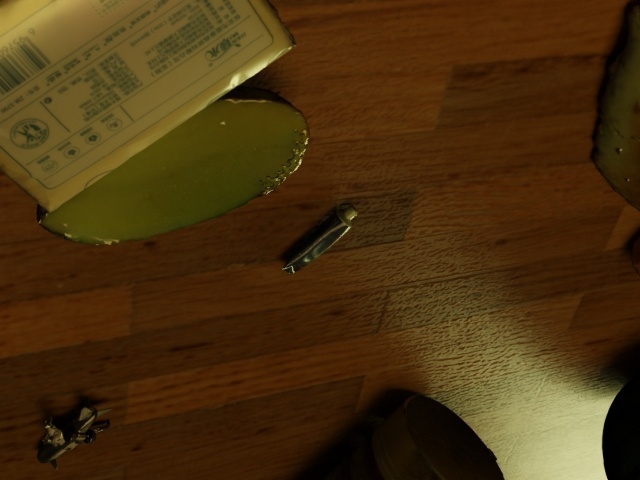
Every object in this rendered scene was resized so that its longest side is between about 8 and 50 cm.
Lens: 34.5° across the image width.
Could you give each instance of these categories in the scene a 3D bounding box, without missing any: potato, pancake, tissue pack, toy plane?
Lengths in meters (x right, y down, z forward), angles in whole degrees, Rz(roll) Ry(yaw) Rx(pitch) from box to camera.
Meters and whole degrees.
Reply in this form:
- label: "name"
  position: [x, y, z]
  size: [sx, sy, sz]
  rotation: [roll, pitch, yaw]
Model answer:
- label: "potato"
  position: [-0.107, -0.060, 0.738]
  size: [0.198, 0.054, 0.119]
  rotation: [-27, 143, 5]
- label: "pancake"
  position: [0.363, -0.099, 0.962]
  size: [0.197, 0.054, 0.376]
  rotation: [-43, 138, 14]
- label: "tissue pack"
  position: [-0.133, -0.128, 0.624]
  size: [0.196, 0.092, 0.148]
  rotation: [-32, 139, 5]
- label: "toy plane"
  position: [-0.225, 0.174, 0.924]
  size: [0.083, 0.031, 0.078]
  rotation: [-46, 149, 15]

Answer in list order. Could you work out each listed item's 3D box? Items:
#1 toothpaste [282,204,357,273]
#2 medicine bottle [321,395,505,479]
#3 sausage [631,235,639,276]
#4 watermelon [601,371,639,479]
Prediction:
- label: "toothpaste"
  position: [0.000, 0.000, 0.883]
  size: [0.083, 0.019, 0.027]
  rotation: [-43, 161, 16]
- label: "medicine bottle"
  position: [0.042, 0.330, 1.138]
  size: [0.151, 0.151, 0.322]
  rotation: [23, 118, -43]
- label: "sausage"
  position: [0.463, 0.044, 1.144]
  size: [0.327, 0.079, 0.087]
  rotation: [10, 103, -36]
- label: "watermelon"
  position: [0.459, 0.250, 1.228]
  size: [0.242, 0.242, 0.242]
  rotation: [-16, 137, -15]
